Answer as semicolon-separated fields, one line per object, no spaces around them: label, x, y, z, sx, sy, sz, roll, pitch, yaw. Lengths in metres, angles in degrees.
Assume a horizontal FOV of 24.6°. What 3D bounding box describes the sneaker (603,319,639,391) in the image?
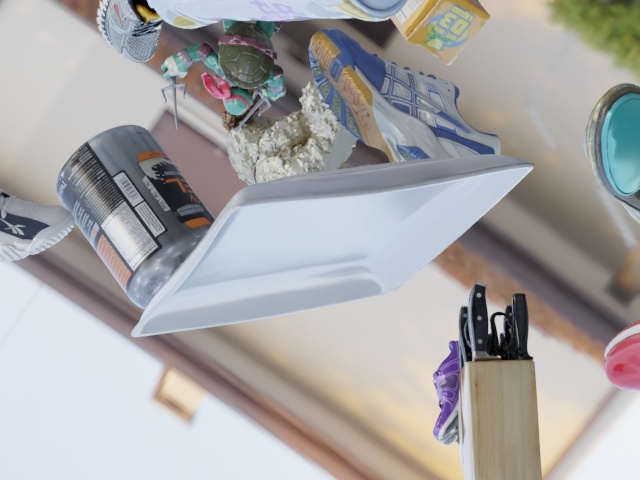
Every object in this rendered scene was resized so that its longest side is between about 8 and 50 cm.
sneaker;0.332;0.139;1.324;0.087;0.128;0.221;39;148;-22

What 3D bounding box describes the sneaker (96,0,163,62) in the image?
sneaker;-0.241;-0.307;1.937;0.093;0.088;0.225;54;159;24

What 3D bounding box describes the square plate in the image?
square plate;0.000;0.000;1.556;0.347;0.344;0.049;-8;-110;-28

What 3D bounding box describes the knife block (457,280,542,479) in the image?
knife block;0.226;0.198;1.856;0.088;0.242;0.276;-2;-149;-1

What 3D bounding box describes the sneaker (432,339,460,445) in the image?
sneaker;0.189;0.218;2.107;0.071;0.170;0.068;7;144;21

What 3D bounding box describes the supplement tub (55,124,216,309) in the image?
supplement tub;-0.281;-0.021;2.423;0.316;0.193;0.193;52;-161;18

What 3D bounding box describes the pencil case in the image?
pencil case;-0.040;-0.246;1.303;0.273;0.124;0.113;7;142;45

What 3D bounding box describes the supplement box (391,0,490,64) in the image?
supplement box;0.094;-0.293;1.584;0.078;0.080;0.233;23;-149;-41

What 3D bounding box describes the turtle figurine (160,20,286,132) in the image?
turtle figurine;-0.105;-0.240;1.932;0.175;0.234;0.118;22;158;-30

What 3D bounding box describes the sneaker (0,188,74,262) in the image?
sneaker;-0.426;-0.058;1.791;0.235;0.153;0.094;-2;-154;19

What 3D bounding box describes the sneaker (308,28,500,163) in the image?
sneaker;0.111;-0.180;1.947;0.296;0.131;0.112;49;160;8

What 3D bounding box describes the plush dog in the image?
plush dog;-0.048;-0.110;2.179;0.225;0.210;0.262;28;155;43

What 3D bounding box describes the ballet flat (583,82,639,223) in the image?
ballet flat;0.409;-0.100;1.898;0.348;0.123;0.123;42;-173;-44
